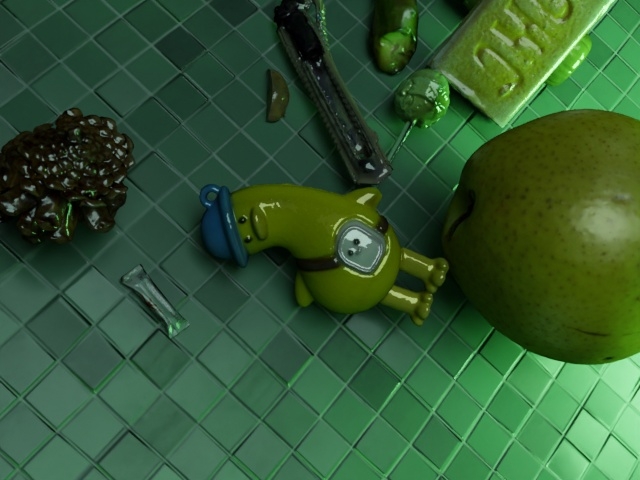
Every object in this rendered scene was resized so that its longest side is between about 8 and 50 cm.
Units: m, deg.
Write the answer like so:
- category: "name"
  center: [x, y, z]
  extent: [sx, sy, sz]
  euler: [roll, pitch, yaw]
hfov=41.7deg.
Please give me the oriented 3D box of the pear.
- category: "pear"
  center: [0.385, -0.003, 1.217]
  extent: [0.418, 0.362, 0.362]
  euler: [19, 66, -10]

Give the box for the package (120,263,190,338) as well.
- category: "package"
  center: [-0.225, 0.083, 1.149]
  extent: [0.037, 0.015, 0.110]
  euler: [-39, 86, -27]

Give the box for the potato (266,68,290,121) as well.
- category: "potato"
  center: [-0.064, -0.232, 1.312]
  extent: [0.037, 0.036, 0.093]
  euler: [5, 69, -15]

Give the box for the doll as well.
- category: "doll"
  center: [0.000, 0.000, 1.188]
  extent: [0.363, 0.145, 0.199]
  euler: [23, 98, -8]

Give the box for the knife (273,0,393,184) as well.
- category: "knife"
  center: [0.017, -0.246, 1.314]
  extent: [0.089, 0.043, 0.365]
  euler: [-25, 73, 3]

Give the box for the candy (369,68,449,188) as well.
- category: "candy"
  center: [0.111, -0.131, 1.324]
  extent: [0.093, 0.092, 0.335]
  euler: [16, 67, 33]

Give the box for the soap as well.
- category: "soap"
  center: [0.328, -0.342, 1.388]
  extent: [0.173, 0.089, 0.274]
  euler: [39, 102, -4]

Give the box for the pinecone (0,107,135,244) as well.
- category: "pinecone"
  center: [-0.336, -0.075, 1.077]
  extent: [0.150, 0.195, 0.179]
  euler: [62, 33, -30]

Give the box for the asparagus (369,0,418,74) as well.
- category: "asparagus"
  center: [0.131, -0.449, 1.441]
  extent: [0.082, 0.085, 0.343]
  euler: [3, 71, 6]

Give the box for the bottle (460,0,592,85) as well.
- category: "bottle"
  center: [0.345, -0.388, 1.478]
  extent: [0.260, 0.112, 0.112]
  euler: [37, 63, -4]
